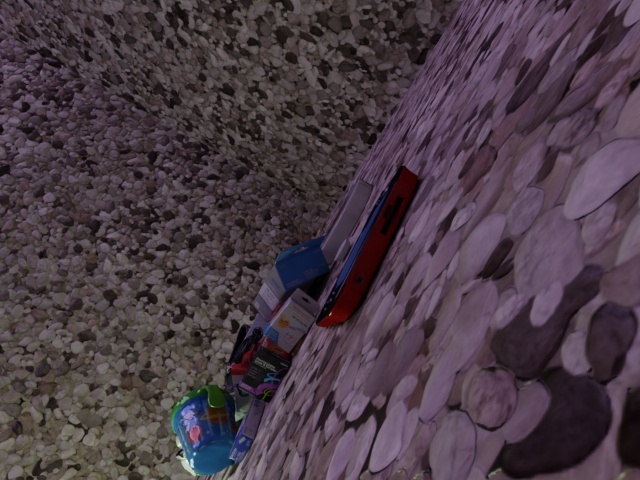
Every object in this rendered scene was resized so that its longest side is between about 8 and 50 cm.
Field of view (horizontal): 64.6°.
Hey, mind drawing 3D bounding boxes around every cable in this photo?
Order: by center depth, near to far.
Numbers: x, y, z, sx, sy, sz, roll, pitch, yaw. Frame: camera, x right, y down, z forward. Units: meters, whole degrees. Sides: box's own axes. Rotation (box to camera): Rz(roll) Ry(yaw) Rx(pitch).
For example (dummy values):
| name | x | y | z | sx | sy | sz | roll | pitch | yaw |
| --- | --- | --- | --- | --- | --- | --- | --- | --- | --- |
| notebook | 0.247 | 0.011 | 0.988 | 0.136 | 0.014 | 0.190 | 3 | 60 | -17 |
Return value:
| name | x | y | z | sx | sy | sz | roll | pitch | yaw |
| --- | --- | --- | --- | --- | --- | --- | --- | --- | --- |
| cable | -0.265 | 0.388 | 1.845 | 0.151 | 0.047 | 0.184 | -55 | 6 | -26 |

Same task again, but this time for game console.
| name | x | y | z | sx | sy | sz | roll | pitch | yaw |
| --- | --- | --- | --- | --- | --- | --- | --- | --- | --- |
| game console | 0.099 | 0.026 | 1.223 | 0.387 | 0.060 | 0.342 | -62 | 3 | -15 |

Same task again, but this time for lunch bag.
| name | x | y | z | sx | sy | sz | roll | pitch | yaw |
| --- | --- | --- | --- | --- | --- | --- | --- | --- | --- |
| lunch bag | -0.167 | 0.385 | 1.836 | 0.258 | 0.120 | 0.293 | -60 | 4 | 33 |

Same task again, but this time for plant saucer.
| name | x | y | z | sx | sy | sz | roll | pitch | yaw |
| --- | --- | --- | --- | --- | --- | --- | --- | --- | --- |
| plant saucer | -0.075 | 0.343 | 1.671 | 0.084 | 0.013 | 0.083 | -62 | 2 | 4 |

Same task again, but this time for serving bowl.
| name | x | y | z | sx | sy | sz | roll | pitch | yaw |
| --- | --- | --- | --- | --- | --- | --- | --- | --- | --- |
| serving bowl | 0.080 | 0.037 | 1.737 | 0.083 | 0.027 | 0.083 | -62 | 3 | 5 |

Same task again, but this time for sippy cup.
| name | x | y | z | sx | sy | sz | roll | pitch | yaw |
| --- | --- | --- | --- | --- | --- | --- | --- | --- | --- |
| sippy cup | -0.390 | 0.675 | 1.767 | 0.239 | 0.306 | 0.224 | -28 | 35 | -7 |

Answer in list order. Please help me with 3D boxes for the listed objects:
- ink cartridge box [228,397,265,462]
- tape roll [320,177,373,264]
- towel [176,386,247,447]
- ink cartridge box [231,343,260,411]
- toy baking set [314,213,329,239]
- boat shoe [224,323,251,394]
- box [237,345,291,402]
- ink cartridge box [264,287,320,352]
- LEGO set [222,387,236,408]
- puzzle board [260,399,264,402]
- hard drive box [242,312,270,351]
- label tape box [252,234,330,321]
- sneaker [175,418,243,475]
| name | x | y | z | sx | sy | sz | roll | pitch | yaw |
| --- | --- | --- | --- | --- | --- | --- | --- | --- | --- |
| ink cartridge box | -0.233 | 0.605 | 1.625 | 0.097 | 0.046 | 0.207 | -62 | 3 | 12 |
| tape roll | 0.098 | -0.081 | 2.147 | 0.392 | 0.071 | 0.392 | -62 | 2 | 4 |
| towel | -0.422 | 0.722 | 2.182 | 0.320 | 0.090 | 0.374 | -33 | 3 | 6 |
| ink cartridge box | -0.276 | 0.511 | 1.912 | 0.134 | 0.077 | 0.231 | -69 | -24 | -72 |
| toy baking set | -0.001 | -0.001 | 2.150 | 0.197 | 0.030 | 0.256 | -97 | 28 | -75 |
| boat shoe | -0.343 | 0.486 | 2.109 | 0.112 | 0.096 | 0.335 | -26 | 24 | 25 |
| box | -0.180 | 0.433 | 1.634 | 0.162 | 0.116 | 0.029 | -61 | 5 | 13 |
| ink cartridge box | -0.089 | 0.259 | 1.649 | 0.181 | 0.104 | 0.061 | -52 | 7 | 0 |
| LEGO set | -0.408 | 0.641 | 2.033 | 0.182 | 0.060 | 0.244 | -28 | 8 | -1 |
| puzzle board | -0.230 | 0.616 | 1.821 | 0.128 | 0.011 | 0.096 | -60 | 3 | 13 |
| hard drive box | -0.236 | 0.435 | 2.097 | 0.232 | 0.089 | 0.181 | -66 | -28 | -67 |
| label tape box | -0.095 | 0.150 | 1.948 | 0.240 | 0.106 | 0.334 | -21 | -27 | -41 |
| sneaker | -0.439 | 0.870 | 2.156 | 0.330 | 0.146 | 0.122 | -36 | -2 | 2 |
